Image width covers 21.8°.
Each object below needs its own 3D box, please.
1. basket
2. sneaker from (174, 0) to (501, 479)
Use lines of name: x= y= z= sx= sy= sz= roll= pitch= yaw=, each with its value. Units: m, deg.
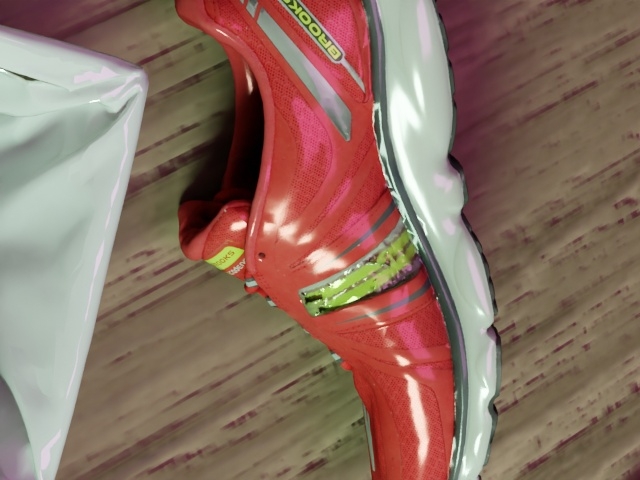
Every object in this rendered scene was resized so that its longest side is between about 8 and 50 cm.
basket: x=-0.147 y=0.000 z=0.589 sx=0.113 sy=0.103 sz=0.167 roll=11 pitch=97 yaw=-37
sneaker: x=0.000 y=0.000 z=0.714 sx=0.118 sy=0.107 sz=0.279 roll=-17 pitch=109 yaw=-11
